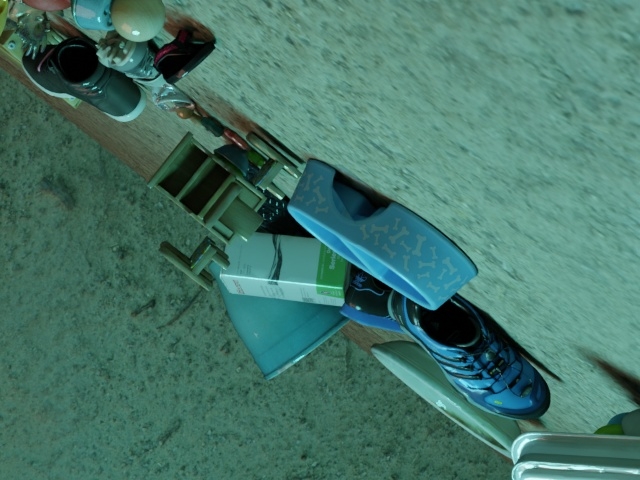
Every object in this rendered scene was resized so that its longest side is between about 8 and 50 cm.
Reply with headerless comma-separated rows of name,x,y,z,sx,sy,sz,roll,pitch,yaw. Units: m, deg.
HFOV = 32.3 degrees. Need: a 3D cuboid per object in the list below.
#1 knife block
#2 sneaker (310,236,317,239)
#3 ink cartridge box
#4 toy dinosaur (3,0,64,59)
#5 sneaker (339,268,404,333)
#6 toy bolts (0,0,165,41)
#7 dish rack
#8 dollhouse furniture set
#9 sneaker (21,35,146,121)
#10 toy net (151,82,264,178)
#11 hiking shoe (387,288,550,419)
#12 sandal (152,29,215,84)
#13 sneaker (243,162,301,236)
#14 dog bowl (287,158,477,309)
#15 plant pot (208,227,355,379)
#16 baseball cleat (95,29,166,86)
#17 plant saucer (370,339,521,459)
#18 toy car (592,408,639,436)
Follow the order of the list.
knife block,-0.590,-0.396,2.173,0.275,0.088,0.242,43,172,-39
sneaker,0.000,0.000,2.061,0.035,0.031,0.083,48,160,-28
ink cartridge box,-0.059,0.051,1.989,0.219,0.092,0.160,7,166,4
toy dinosaur,-0.545,-0.394,1.890,0.200,0.127,0.296,2,-157,-16
sneaker,0.133,0.106,1.917,0.232,0.090,0.081,13,-167,-48
toy bolts,-0.269,-0.248,1.151,0.158,0.218,0.228,29,-170,14
dish rack,0.399,0.364,1.341,0.333,0.072,0.285,-4,122,37
dollhouse furniture set,-0.165,-0.071,1.636,0.161,0.212,0.242,39,180,-9
sneaker,-0.446,-0.315,1.949,0.295,0.104,0.147,27,167,30
toy net,-0.190,-0.178,1.754,0.232,0.045,0.122,41,173,-24
hiking shoe,0.228,0.173,1.675,0.304,0.113,0.132,38,174,-3
sandal,-0.174,-0.223,1.313,0.040,0.067,0.179,53,170,-22
sneaker,-0.125,-0.075,1.949,0.097,0.084,0.234,32,172,45
dog bowl,0.071,-0.005,1.466,0.297,0.074,0.166,33,172,40
plant pot,-0.076,0.092,2.187,0.255,0.271,0.271,53,173,0
baseball cleat,-0.243,-0.253,1.510,0.109,0.072,0.206,25,-177,-24
plant saucer,0.292,0.318,2.373,0.400,0.100,0.400,37,172,6
toy car,0.431,0.291,1.425,0.182,0.159,0.136,33,-149,8
